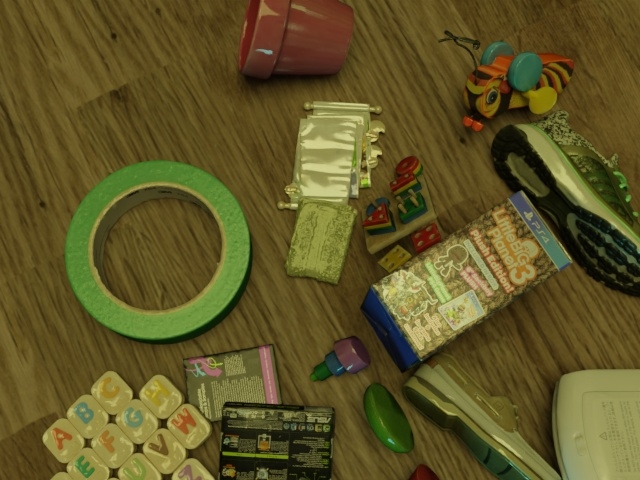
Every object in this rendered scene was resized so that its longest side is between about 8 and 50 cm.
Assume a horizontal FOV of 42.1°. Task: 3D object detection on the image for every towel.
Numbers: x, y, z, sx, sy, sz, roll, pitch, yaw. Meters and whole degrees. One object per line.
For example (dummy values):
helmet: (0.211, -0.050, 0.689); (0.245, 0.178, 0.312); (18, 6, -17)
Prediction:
towel: (0.000, 0.000, 1.499); (0.110, 0.027, 0.148); (11, 83, 0)

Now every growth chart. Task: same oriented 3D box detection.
growth chart: (0.026, -0.155, 1.548); (0.171, 0.021, 0.237); (11, 76, 1)

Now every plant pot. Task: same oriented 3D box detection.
plant pot: (-0.044, -0.387, 1.529); (0.180, 0.201, 0.201); (9, 75, -15)

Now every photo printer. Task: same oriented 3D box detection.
photo printer: (0.538, 0.335, 1.364); (0.307, 0.107, 0.256); (0, 60, -5)

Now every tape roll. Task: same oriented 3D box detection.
tape roll: (-0.282, 0.021, 1.469); (0.321, 0.077, 0.321); (0, 76, -2)

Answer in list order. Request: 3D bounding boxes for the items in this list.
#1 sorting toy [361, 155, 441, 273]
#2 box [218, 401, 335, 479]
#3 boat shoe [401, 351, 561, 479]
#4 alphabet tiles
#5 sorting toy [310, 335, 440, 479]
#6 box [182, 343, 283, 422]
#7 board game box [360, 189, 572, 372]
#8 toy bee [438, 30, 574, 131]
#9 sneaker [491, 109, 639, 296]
sorting toy: (0.126, -0.053, 1.444); (0.132, 0.274, 0.046); (-30, 122, 17)
box: (-0.074, 0.367, 1.382); (0.190, 0.045, 0.184); (2, 92, -1)
boat shoe: (0.283, 0.305, 1.385); (0.302, 0.113, 0.103); (40, 66, 12)
alphabet tiles: (-0.322, 0.368, 1.388); (0.284, 0.021, 0.278); (-45, 75, -5)
sorting toy: (0.086, 0.344, 1.392); (0.126, 0.127, 0.366); (-34, 71, 16)
box: (-0.151, 0.249, 1.438); (0.162, 0.029, 0.116); (-8, 75, -5)
board game box: (0.230, 0.076, 1.386); (0.291, 0.232, 0.141); (-32, 79, -8)
toy bee: (0.321, -0.281, 1.521); (0.298, 0.195, 0.162); (10, 112, -15)
sneaker: (0.505, -0.083, 1.486); (0.182, 0.158, 0.410); (-37, 83, -21)
